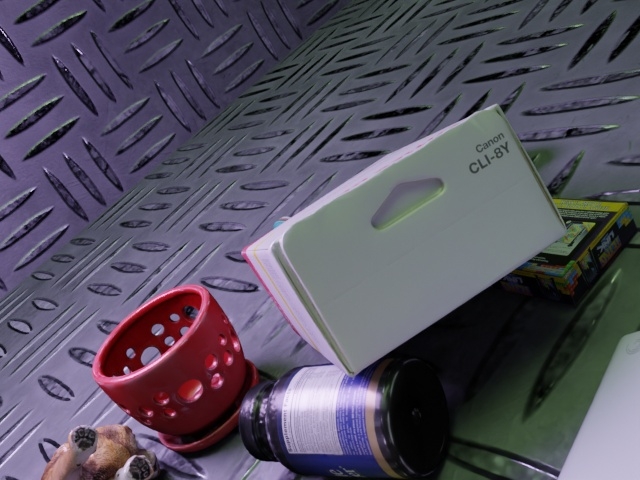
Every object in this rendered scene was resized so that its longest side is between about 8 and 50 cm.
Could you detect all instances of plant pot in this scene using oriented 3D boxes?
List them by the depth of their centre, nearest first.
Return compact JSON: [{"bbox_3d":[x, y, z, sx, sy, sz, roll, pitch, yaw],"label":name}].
[{"bbox_3d":[-0.189,0.184,0.964,0.191,0.174,0.191,-28,25,14],"label":"plant pot"}]

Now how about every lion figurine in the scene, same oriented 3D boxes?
[{"bbox_3d":[-0.292,0.371,0.790,0.240,0.142,0.392,-51,15,42],"label":"lion figurine"}]

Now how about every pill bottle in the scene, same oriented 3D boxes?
[{"bbox_3d":[0.019,0.196,0.757,0.219,0.123,0.123,-13,32,38],"label":"pill bottle"}]

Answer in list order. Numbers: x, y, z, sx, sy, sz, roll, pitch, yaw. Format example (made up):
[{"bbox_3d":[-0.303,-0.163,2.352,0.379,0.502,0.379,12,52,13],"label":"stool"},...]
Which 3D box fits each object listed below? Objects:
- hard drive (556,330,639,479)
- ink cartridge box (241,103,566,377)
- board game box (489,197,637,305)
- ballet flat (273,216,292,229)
[{"bbox_3d":[0.263,0.176,0.517,0.307,0.040,0.203,-51,6,-31],"label":"hard drive"},{"bbox_3d":[0.068,0.002,0.847,0.279,0.160,0.384,-33,4,-9],"label":"ink cartridge box"},{"bbox_3d":[0.283,0.006,0.870,0.141,0.048,0.170,-41,26,-21],"label":"board game box"},{"bbox_3d":[0.000,0.000,1.205,0.079,0.077,0.221,-24,25,-24],"label":"ballet flat"}]
